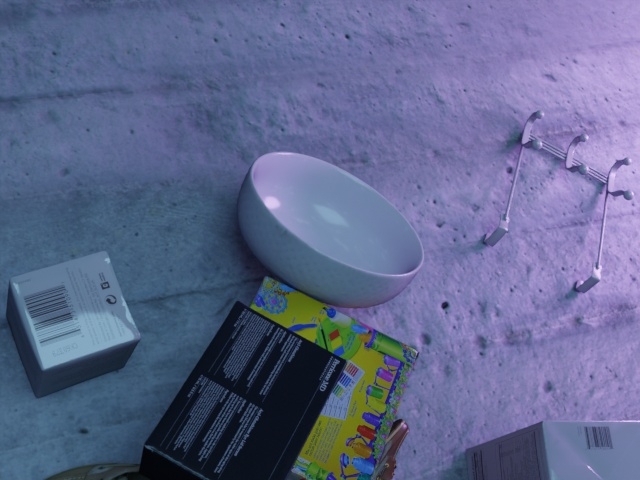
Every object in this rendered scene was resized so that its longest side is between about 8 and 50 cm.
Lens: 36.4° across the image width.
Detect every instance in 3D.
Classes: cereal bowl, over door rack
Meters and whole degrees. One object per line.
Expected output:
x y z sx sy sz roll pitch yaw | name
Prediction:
0.000 0.000 1.671 0.339 0.141 0.339 26 28 -15 | cereal bowl
0.494 -0.089 1.954 0.240 0.108 0.324 27 62 -8 | over door rack

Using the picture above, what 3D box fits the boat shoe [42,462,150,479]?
-0.301 0.374 1.416 0.302 0.098 0.109 -5 71 6 | boat shoe

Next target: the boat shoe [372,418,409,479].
0.096 0.381 1.640 0.060 0.064 0.178 43 67 -6 | boat shoe

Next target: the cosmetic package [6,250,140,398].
-0.382 0.131 1.487 0.152 0.183 0.151 -18 76 -25 | cosmetic package

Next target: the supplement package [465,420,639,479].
0.397 0.421 1.619 0.199 0.262 0.198 4 67 -20 | supplement package

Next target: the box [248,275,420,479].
-0.037 0.261 1.525 0.279 0.177 0.290 27 52 0 | box

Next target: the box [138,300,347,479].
-0.103 0.241 1.343 0.184 0.103 0.261 27 52 6 | box
